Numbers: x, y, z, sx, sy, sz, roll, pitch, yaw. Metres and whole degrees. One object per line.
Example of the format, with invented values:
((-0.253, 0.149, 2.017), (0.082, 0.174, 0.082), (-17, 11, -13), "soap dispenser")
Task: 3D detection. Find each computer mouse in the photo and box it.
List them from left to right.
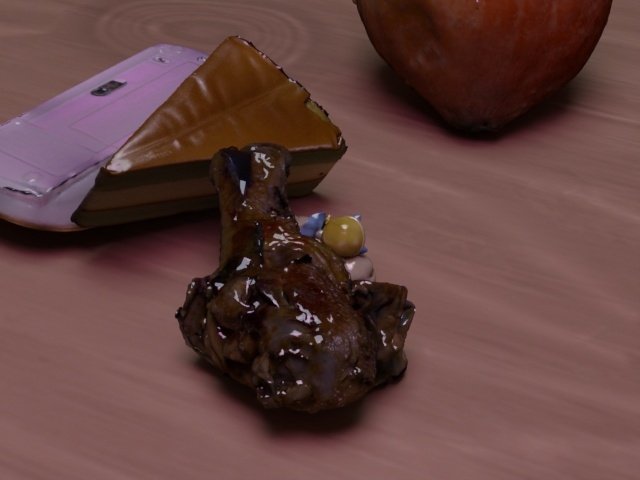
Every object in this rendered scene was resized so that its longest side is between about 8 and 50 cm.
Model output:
((-0.155, -0.074, 0.862), (0.126, 0.056, 0.245), (24, 42, 26), "computer mouse")

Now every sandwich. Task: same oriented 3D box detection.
((-0.069, -0.043, 0.786), (0.113, 0.079, 0.163), (40, 51, -3), "sandwich")

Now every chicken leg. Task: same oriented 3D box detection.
((-0.028, 0.024, 0.691), (0.125, 0.080, 0.196), (-22, 50, -25), "chicken leg")

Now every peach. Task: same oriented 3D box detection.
((0.129, -0.192, 0.959), (0.232, 0.233, 0.232), (1, 34, -1), "peach")

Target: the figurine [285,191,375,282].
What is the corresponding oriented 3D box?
((0.000, 0.000, 0.768), (0.083, 0.051, 0.047), (23, 44, 29), "figurine")
